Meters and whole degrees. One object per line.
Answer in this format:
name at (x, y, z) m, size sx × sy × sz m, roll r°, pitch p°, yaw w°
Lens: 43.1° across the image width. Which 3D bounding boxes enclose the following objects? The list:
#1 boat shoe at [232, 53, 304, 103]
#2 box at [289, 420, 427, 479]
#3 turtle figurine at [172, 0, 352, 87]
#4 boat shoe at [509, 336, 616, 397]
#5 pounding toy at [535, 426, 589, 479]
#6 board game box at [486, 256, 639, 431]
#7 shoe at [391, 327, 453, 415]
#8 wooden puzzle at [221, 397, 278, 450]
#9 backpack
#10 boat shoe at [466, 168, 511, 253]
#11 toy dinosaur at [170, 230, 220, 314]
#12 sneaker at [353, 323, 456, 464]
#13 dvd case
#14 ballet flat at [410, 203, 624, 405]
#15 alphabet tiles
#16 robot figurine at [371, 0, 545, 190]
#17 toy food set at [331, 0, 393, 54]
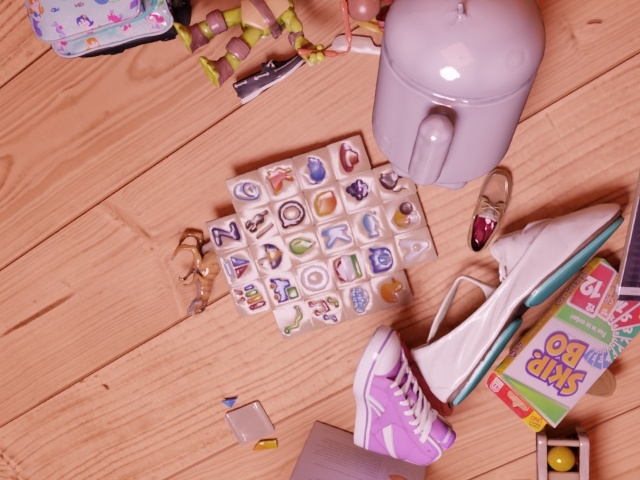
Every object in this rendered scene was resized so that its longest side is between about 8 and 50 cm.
boat shoe at (-0.080, -0.256, 1.244) m, size 0.125 × 0.046 × 0.038 m, roll -27°, pitch 105°, yaw 27°
box at (0.032, 0.475, 1.292) m, size 0.215 × 0.345 × 0.168 m, roll 19°, pitch 111°, yaw 7°
turtle figurine at (-0.099, -0.335, 1.168) m, size 0.217 × 0.087 × 0.269 m, roll -35°, pitch 92°, yaw -5°
boat shoe at (0.379, 0.199, 1.281) m, size 0.170 × 0.059 × 0.063 m, roll 24°, pitch 81°, yaw 11°
pounding toy at (0.355, 0.427, 1.308) m, size 0.155 × 0.154 × 0.269 m, roll -1°, pitch 107°, yaw 13°
board game box at (0.375, 0.160, 1.221) m, size 0.124 × 0.039 × 0.259 m, roll 43°, pitch 88°, yaw -10°
shoe at (0.163, 0.218, 1.335) m, size 0.081 × 0.063 × 0.178 m, roll -13°, pitch 110°, yaw 15°
wooden puzzle at (-0.127, 0.329, 1.459) m, size 0.078 × 0.014 × 0.116 m, roll -19°, pitch 103°, yaw 13°
backpack at (-0.328, -0.407, 1.182) m, size 0.225 × 0.191 × 0.253 m, roll -10°, pitch 100°, yaw 16°
boat shoe at (0.258, -0.041, 1.236) m, size 0.050 × 0.045 × 0.135 m, roll 15°, pitch 110°, yaw 7°
toy dinosaur at (-0.183, 0.020, 1.359) m, size 0.112 × 0.064 × 0.211 m, roll 26°, pitch 99°, yaw -9°
sneaker at (0.139, 0.246, 1.249) m, size 0.161 × 0.102 × 0.282 m, roll 19°, pitch 140°, yaw 21°
dvd case at (0.526, -0.013, 1.177) m, size 0.164 × 0.018 × 0.221 m, roll 3°, pitch 108°, yaw -6°
ballet flat at (0.278, 0.073, 1.225) m, size 0.139 × 0.139 × 0.400 m, roll 38°, pitch 106°, yaw -1°
alphabet tiles at (0.000, 0.000, 1.302) m, size 0.342 × 0.011 × 0.285 m, roll -17°, pitch 103°, yaw 9°
robot figurine at (0.174, -0.212, 1.066) m, size 0.200 × 0.300 × 0.353 m, roll 13°, pitch 148°, yaw 5°
toy food set at (0.089, -0.364, 1.155) m, size 0.128 × 0.071 × 0.218 m, roll 16°, pitch 110°, yaw 7°
